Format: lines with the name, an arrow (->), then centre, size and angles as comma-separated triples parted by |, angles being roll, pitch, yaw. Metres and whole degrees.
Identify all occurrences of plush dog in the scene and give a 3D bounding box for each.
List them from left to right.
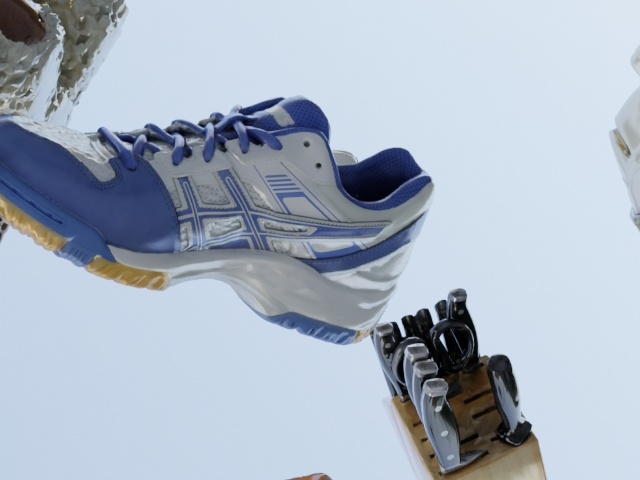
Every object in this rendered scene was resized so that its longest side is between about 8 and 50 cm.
plush dog -> -0.286, -0.128, 1.011 | 0.225, 0.210, 0.262 | 28, -159, -1

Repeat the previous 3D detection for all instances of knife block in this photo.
knife block -> 0.123, 0.175, 1.137 | 0.088, 0.242, 0.276 | -23, -89, -3

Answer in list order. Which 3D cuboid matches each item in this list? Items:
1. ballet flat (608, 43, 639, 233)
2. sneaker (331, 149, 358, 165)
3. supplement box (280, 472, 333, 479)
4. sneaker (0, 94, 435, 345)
ballet flat -> 0.239, -0.074, 0.915 | 0.123, 0.123, 0.348 | 43, -144, -9
sneaker -> 0.000, 0.000, 1.277 | 0.071, 0.170, 0.068 | -1, -158, 0
supplement box -> 0.038, 0.198, 0.567 | 0.233, 0.080, 0.078 | 49, -132, -18
sneaker -> -0.063, -0.039, 0.847 | 0.296, 0.131, 0.112 | 17, -159, -39
